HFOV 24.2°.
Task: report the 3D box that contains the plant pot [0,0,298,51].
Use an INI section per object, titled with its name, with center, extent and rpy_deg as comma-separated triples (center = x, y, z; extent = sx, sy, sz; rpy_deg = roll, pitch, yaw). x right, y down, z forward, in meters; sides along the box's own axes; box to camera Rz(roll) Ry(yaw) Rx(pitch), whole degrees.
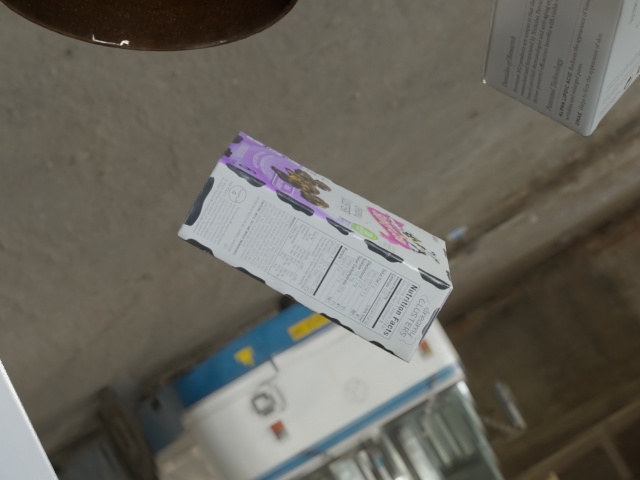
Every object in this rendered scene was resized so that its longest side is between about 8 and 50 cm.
[plant pot]
center = -0.113, -0.279, 1.001
extent = 0.215, 0.230, 0.215
rpy_deg = 2, 159, 1

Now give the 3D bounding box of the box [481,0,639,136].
[box]
center = 0.248, -0.227, 1.333
extent = 0.181, 0.119, 0.182
rpy_deg = -46, 156, -31

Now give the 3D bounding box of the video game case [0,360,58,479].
[video game case]
center = -0.238, 0.090, 0.664
extent = 0.300, 0.329, 0.036
rpy_deg = -16, -168, 40

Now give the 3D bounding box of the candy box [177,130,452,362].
[candy box]
center = 0.000, 0.000, 1.152
extent = 0.070, 0.196, 0.165
rpy_deg = -61, -176, 11
